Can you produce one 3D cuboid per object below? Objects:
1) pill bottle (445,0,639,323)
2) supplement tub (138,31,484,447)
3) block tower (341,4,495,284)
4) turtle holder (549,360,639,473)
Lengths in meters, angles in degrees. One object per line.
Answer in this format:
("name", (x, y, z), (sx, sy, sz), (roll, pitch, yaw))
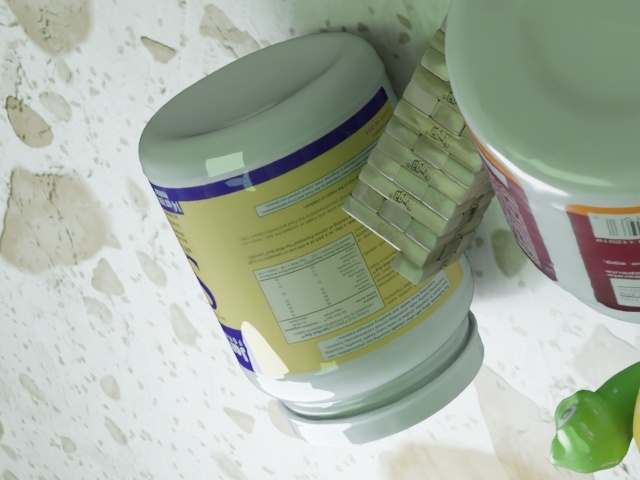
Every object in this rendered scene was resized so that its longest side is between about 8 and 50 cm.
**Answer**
("pill bottle", (0.226, -0.078, 1.317), (0.224, 0.224, 0.392), (33, 173, 20))
("supplement tub", (0.000, 0.000, 1.725), (0.241, 0.241, 0.331), (-1, 121, 46))
("block tower", (0.133, -0.128, 1.497), (0.097, 0.091, 0.335), (36, 120, 18))
("turtle holder", (0.347, 0.139, 1.502), (0.320, 0.227, 0.243), (27, 140, 27))
